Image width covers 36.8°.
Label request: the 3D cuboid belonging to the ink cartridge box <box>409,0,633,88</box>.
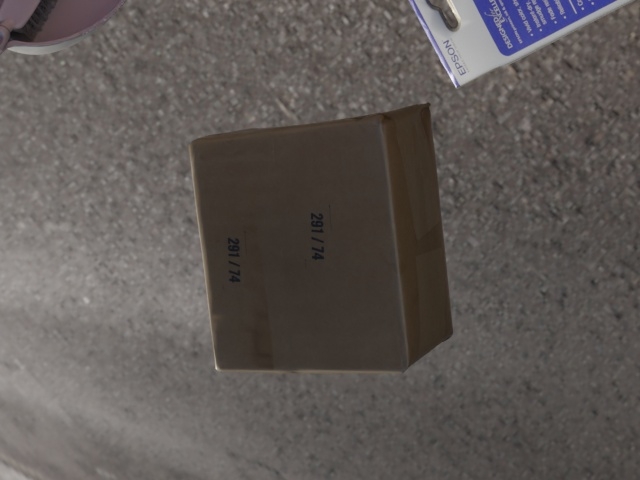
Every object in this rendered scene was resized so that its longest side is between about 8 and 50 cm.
[{"bbox_3d":[0.212,-0.272,0.791,0.371,0.069,0.175,-22,99,50],"label":"ink cartridge box"}]

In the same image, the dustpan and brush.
[{"bbox_3d":[-0.259,-0.188,0.815,0.147,0.211,0.060,25,162,-9],"label":"dustpan and brush"}]

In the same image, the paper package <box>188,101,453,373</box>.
[{"bbox_3d":[0.000,0.000,1.279,0.309,0.168,0.325,-3,99,28],"label":"paper package"}]
